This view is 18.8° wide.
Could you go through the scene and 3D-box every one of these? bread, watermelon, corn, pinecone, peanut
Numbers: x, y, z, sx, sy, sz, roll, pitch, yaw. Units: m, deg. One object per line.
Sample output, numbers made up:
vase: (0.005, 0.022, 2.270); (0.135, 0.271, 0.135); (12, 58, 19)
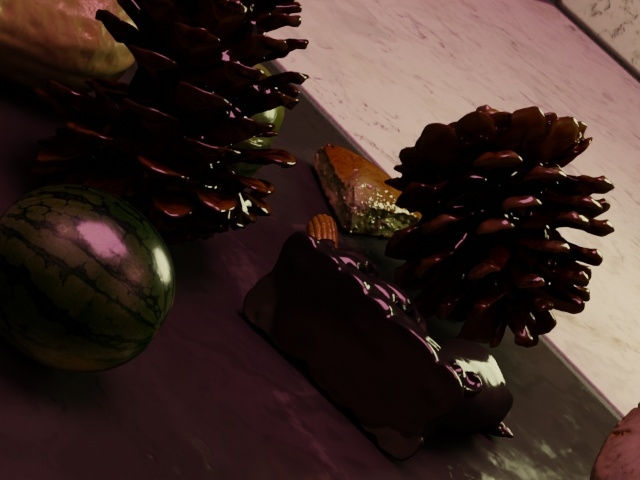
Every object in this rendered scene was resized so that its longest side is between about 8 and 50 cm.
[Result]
bread: (0.066, -0.041, 2.127); (0.136, 0.054, 0.154); (29, 24, -26)
watermelon: (-0.201, 0.019, 1.447); (0.187, 0.140, 0.140); (31, 21, -3)
corn: (0.000, 0.000, 1.951); (0.037, 0.037, 0.092); (32, 18, -10)
pinecone: (0.176, -0.008, 1.975); (0.264, 0.264, 0.264); (31, 21, -13)
peanut: (-0.317, -0.225, 1.816); (0.319, 0.147, 0.147); (15, 29, -33)
pinecone: (-0.127, -0.140, 1.714); (0.246, 0.292, 0.246); (19, 9, -3)

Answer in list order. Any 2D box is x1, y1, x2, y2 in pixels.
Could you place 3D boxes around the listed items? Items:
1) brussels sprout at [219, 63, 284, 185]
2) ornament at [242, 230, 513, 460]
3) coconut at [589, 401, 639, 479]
brussels sprout: (-0.111, -0.126, 1.929); (0.145, 0.131, 0.183); (13, 21, -2)
ornament: (0.077, 0.094, 1.800); (0.251, 0.106, 0.260); (44, 17, 16)
coconut: (0.365, 0.248, 1.738); (0.230, 0.227, 0.227); (48, 14, -26)
